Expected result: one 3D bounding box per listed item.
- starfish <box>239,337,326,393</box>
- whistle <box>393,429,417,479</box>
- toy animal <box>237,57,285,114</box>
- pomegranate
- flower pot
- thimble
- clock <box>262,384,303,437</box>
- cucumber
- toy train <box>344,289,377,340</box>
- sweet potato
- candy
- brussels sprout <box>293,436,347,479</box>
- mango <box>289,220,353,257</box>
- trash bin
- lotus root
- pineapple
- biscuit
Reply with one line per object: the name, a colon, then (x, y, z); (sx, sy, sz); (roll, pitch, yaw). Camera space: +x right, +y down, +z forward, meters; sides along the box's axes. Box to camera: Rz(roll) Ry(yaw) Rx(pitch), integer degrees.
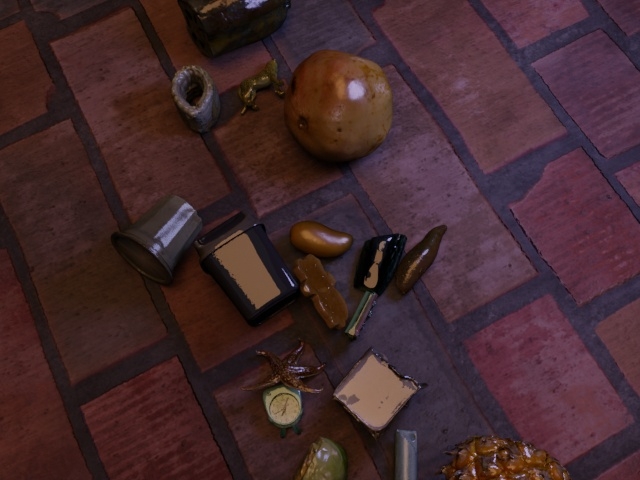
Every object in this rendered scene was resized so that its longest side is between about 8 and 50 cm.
starfish: (-0.095, 0.349, 1.831); (0.238, 0.057, 0.213); (-20, 40, -26)
whistle: (0.211, 0.633, 1.727); (0.062, 0.062, 0.312); (3, 68, 4)
toy animal: (-0.199, -0.491, 2.200); (0.181, 0.073, 0.136); (-30, 61, 4)
pomegranate: (0.056, -0.398, 2.029); (0.342, 0.342, 0.342); (-1, 68, 3)
flower pot: (-0.447, -0.009, 1.963); (0.212, 0.212, 0.202); (29, 58, 14)
thimble: (-0.381, -0.430, 2.136); (0.137, 0.143, 0.190); (-12, 68, -2)
clock: (-0.094, 0.449, 1.827); (0.101, 0.041, 0.135); (-12, 69, -3)
cucumber: (0.163, 0.054, 1.954); (0.115, 0.086, 0.193); (19, 76, 9)
toy train: (0.114, 0.206, 1.896); (0.038, 0.071, 0.148); (25, 71, 12)
sweet potato: (0.283, 0.040, 1.953); (0.077, 0.077, 0.243); (32, 75, 14)
candy: (0.145, 0.394, 1.785); (0.185, 0.137, 0.195); (37, 76, 16)
brussels sprout: (0.009, 0.577, 1.720); (0.122, 0.149, 0.151); (25, 110, -3)
mango: (0.000, 0.000, 1.981); (0.184, 0.085, 0.102); (14, 65, -3)
trash bin: (-0.203, 0.073, 1.912); (0.209, 0.182, 0.290); (-34, 76, -11)
lotus root: (-0.261, -0.746, 2.217); (0.346, 0.250, 0.250); (-25, 69, -12)
pineapple: (0.408, 0.617, 1.585); (0.352, 0.352, 0.300); (11, 62, 7)
biscuit: (0.004, 0.143, 1.899); (0.036, 0.166, 0.225); (-37, 83, 27)
